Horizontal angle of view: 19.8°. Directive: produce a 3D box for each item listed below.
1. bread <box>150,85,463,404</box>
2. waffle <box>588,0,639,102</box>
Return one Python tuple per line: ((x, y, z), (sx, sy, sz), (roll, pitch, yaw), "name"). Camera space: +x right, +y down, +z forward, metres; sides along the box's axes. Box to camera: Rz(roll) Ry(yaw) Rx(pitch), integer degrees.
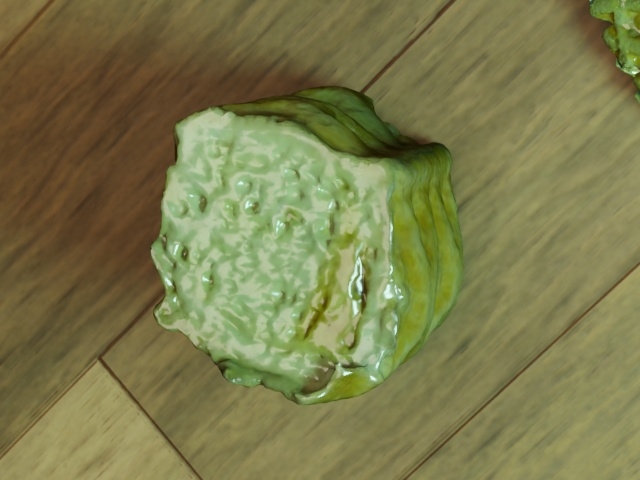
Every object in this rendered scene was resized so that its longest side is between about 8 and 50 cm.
((-0.005, -0.003, 1.361), (0.196, 0.252, 0.238), (-5, 87, 18), "bread")
((0.314, -0.166, 1.339), (0.208, 0.054, 0.214), (-43, 84, 12), "waffle")
